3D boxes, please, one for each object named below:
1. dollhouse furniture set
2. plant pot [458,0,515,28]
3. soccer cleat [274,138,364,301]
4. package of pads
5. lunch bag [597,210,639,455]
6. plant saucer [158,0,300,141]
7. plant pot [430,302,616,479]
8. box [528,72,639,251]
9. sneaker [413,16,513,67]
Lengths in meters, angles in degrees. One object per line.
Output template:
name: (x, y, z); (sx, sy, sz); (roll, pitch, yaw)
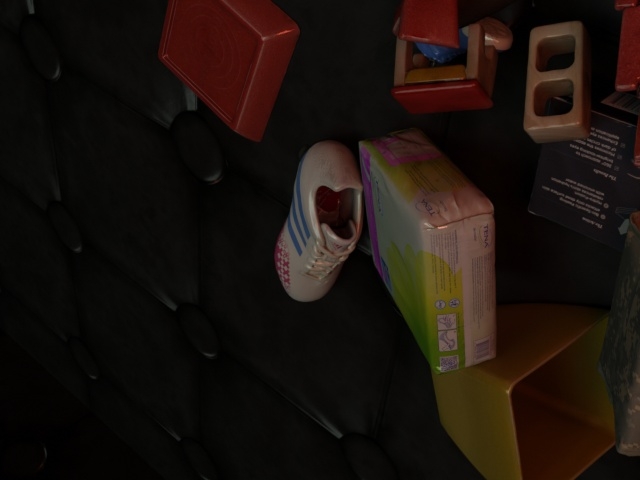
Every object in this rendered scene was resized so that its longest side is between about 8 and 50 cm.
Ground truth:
dollhouse furniture set: (0.226, -0.169, 0.804); (0.374, 0.201, 0.152); (-1, 75, 28)
plant pot: (0.172, -0.333, 0.871); (0.215, 0.215, 0.230); (51, 155, 6)
soccer cleat: (0.000, 0.000, 1.316); (0.143, 0.116, 0.331); (-119, 27, -44)
package of pads: (0.140, -0.003, 1.098); (0.296, 0.101, 0.229); (-116, 16, -59)
lunch bag: (0.461, 0.099, 0.864); (0.287, 0.169, 0.235); (1, 128, 7)
plant saucer: (-0.169, -0.318, 1.351); (0.259, 0.048, 0.258); (44, 141, 14)
plant pot: (0.270, 0.204, 1.141); (0.187, 0.212, 0.212); (20, 130, 50)
box: (0.337, -0.084, 0.938); (0.156, 0.093, 0.158); (29, 134, 32)
sneaker: (0.169, -0.239, 1.031); (0.152, 0.058, 0.084); (31, 130, 35)
